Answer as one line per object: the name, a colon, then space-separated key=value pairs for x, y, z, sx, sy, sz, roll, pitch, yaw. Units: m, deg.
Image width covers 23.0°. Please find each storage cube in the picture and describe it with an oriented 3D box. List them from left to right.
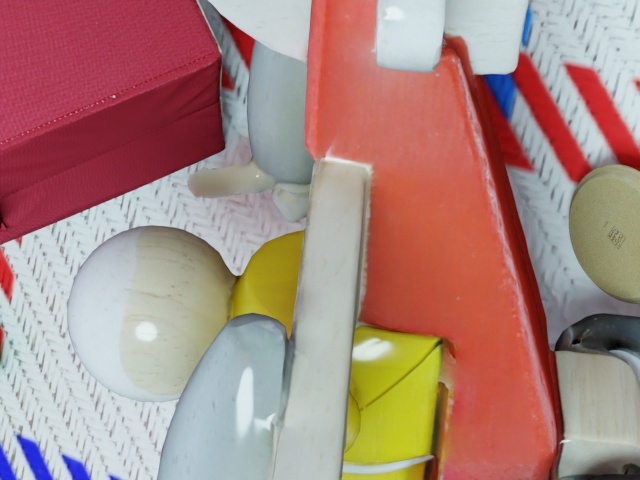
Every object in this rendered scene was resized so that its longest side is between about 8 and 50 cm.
storage cube: x=-0.179 y=-0.123 z=0.910 sx=0.193 sy=0.184 sz=0.215 roll=-23 pitch=79 yaw=-7

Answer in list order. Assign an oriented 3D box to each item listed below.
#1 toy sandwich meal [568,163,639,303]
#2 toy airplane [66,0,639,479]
toy sandwich meal: x=0.170 y=-0.005 z=0.844 sx=0.085 sy=0.029 sz=0.086 roll=25 pitch=124 yaw=45
toy airplane: x=0.000 y=0.000 z=0.723 sx=0.272 sy=0.386 sz=0.384 roll=-12 pitch=80 yaw=15
